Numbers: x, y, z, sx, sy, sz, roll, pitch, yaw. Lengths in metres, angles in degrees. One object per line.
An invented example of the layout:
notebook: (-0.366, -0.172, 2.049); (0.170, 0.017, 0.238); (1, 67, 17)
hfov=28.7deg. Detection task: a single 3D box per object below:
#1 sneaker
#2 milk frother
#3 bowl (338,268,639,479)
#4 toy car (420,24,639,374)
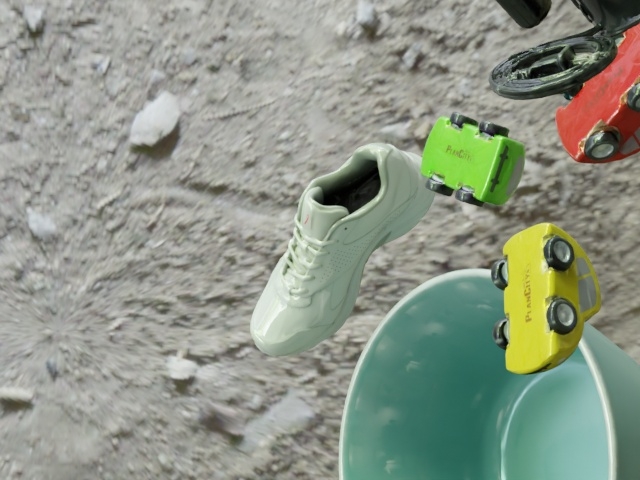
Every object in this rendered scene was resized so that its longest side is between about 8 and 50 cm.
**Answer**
sneaker: (0.000, 0.000, 1.136); (0.090, 0.115, 0.232); (36, 93, 32)
milk frother: (0.117, -0.158, 0.640); (0.129, 0.143, 0.135); (-36, 102, 29)
bowl: (0.174, 0.186, 1.055); (0.163, 0.311, 0.312); (8, 84, -37)
toy car: (0.146, -0.043, 0.866); (0.053, 0.225, 0.239); (15, 98, -28)
